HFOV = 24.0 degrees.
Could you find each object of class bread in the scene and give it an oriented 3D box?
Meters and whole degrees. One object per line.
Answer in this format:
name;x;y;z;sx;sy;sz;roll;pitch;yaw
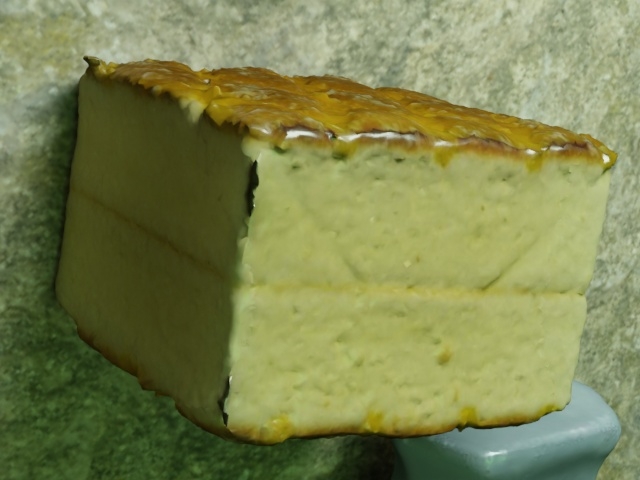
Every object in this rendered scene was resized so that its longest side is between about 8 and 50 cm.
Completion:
bread;0.000;0.000;1.004;0.279;0.279;0.207;0;102;-35

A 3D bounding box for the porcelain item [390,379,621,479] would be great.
porcelain item;0.128;0.315;1.233;0.242;0.178;0.405;-8;112;-31
